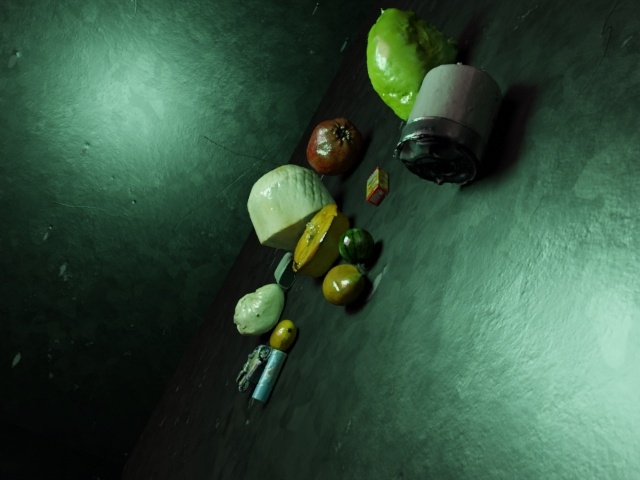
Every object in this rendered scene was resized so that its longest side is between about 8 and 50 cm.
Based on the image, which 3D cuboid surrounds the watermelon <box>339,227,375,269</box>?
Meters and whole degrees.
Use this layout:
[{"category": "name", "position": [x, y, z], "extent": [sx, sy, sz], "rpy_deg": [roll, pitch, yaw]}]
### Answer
[{"category": "watermelon", "position": [0.095, 0.020, 1.666], "extent": [0.109, 0.109, 0.109], "rpy_deg": [-56, 15, 24]}]

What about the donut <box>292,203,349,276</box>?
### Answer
[{"category": "donut", "position": [-0.001, 0.002, 2.009], "extent": [0.253, 0.118, 0.253], "rpy_deg": [-59, 13, 22]}]

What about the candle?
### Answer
[{"category": "candle", "position": [0.290, -0.283, 1.366], "extent": [0.187, 0.188, 0.330], "rpy_deg": [-34, 31, 63]}]

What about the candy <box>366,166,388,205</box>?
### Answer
[{"category": "candy", "position": [0.167, -0.160, 1.870], "extent": [0.062, 0.038, 0.122], "rpy_deg": [-53, 16, 31]}]

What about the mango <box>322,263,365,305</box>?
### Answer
[{"category": "mango", "position": [0.062, 0.119, 1.631], "extent": [0.115, 0.089, 0.165], "rpy_deg": [-51, 18, 4]}]

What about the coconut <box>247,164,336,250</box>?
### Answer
[{"category": "coconut", "position": [-0.098, -0.091, 2.226], "extent": [0.328, 0.329, 0.328], "rpy_deg": [-56, 15, 24]}]

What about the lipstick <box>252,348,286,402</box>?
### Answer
[{"category": "lipstick", "position": [-0.154, 0.410, 1.920], "extent": [0.157, 0.048, 0.048], "rpy_deg": [-66, 14, -16]}]

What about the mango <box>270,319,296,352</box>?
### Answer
[{"category": "mango", "position": [-0.121, 0.300, 1.992], "extent": [0.101, 0.066, 0.187], "rpy_deg": [-66, 6, -18]}]

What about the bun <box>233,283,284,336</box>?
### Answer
[{"category": "bun", "position": [-0.229, 0.251, 2.303], "extent": [0.229, 0.145, 0.229], "rpy_deg": [-60, 12, 22]}]

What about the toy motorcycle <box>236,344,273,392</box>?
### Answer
[{"category": "toy motorcycle", "position": [-0.217, 0.414, 2.110], "extent": [0.193, 0.061, 0.124], "rpy_deg": [-53, 22, 12]}]

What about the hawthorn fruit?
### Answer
[{"category": "hawthorn fruit", "position": [0.044, -0.331, 2.333], "extent": [0.253, 0.205, 0.205], "rpy_deg": [129, 164, -62]}]

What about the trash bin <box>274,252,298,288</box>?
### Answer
[{"category": "trash bin", "position": [-0.122, 0.110, 2.353], "extent": [0.116, 0.059, 0.130], "rpy_deg": [-59, 13, 3]}]

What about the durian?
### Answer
[{"category": "durian", "position": [0.253, -0.503, 1.803], "extent": [0.256, 0.340, 0.204], "rpy_deg": [-42, -12, -15]}]
